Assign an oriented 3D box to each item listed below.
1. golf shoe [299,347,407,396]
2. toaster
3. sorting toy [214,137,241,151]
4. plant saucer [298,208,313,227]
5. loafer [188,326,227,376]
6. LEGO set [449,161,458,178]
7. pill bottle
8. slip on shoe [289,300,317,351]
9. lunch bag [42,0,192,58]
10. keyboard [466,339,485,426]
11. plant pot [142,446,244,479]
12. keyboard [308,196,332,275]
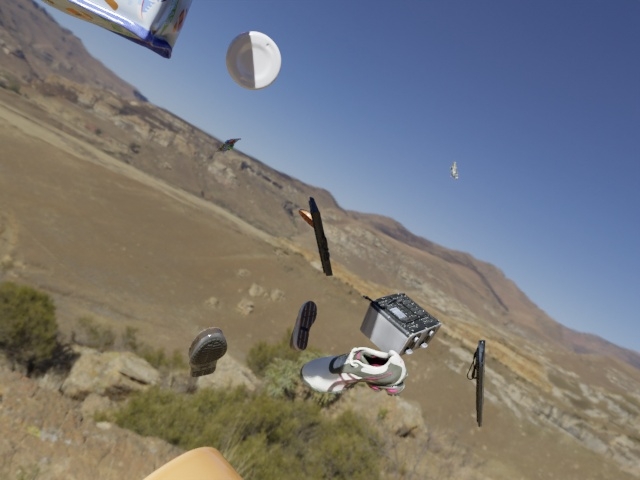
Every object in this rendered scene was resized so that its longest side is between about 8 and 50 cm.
[{"bbox_3d":[0.075,0.307,1.240,0.272,0.105,0.120,-4,-51,15],"label":"golf shoe"},{"bbox_3d":[0.220,0.236,1.433,0.168,0.110,0.185,-7,37,-46],"label":"toaster"},{"bbox_3d":[-0.227,-0.239,1.251,0.083,0.062,0.012,15,-38,56],"label":"sorting toy"},{"bbox_3d":[-0.030,-0.062,1.462,0.083,0.013,0.083,41,-10,9],"label":"plant saucer"},{"bbox_3d":[-0.272,0.247,1.157,0.080,0.220,0.078,-5,59,-27],"label":"loafer"},{"bbox_3d":[0.403,-0.211,1.527,0.023,0.054,0.083,-8,6,16],"label":"LEGO set"},{"bbox_3d":[-0.142,-0.378,1.048,0.108,0.108,0.193,29,14,-20],"label":"pill bottle"},{"bbox_3d":[-0.046,0.218,1.280,0.051,0.135,0.041,28,-32,-29],"label":"slip on shoe"},{"bbox_3d":[-0.363,-0.515,0.759,0.385,0.328,0.239,22,6,-10],"label":"lunch bag"},{"bbox_3d":[0.327,0.295,1.063,0.038,0.192,0.100,4,32,20],"label":"keyboard"},{"bbox_3d":[-0.142,0.399,0.513,0.203,0.291,0.291,34,3,23],"label":"plant pot"},{"bbox_3d":[0.000,0.000,1.149,0.108,0.023,0.180,-112,-173,-55],"label":"keyboard"}]
